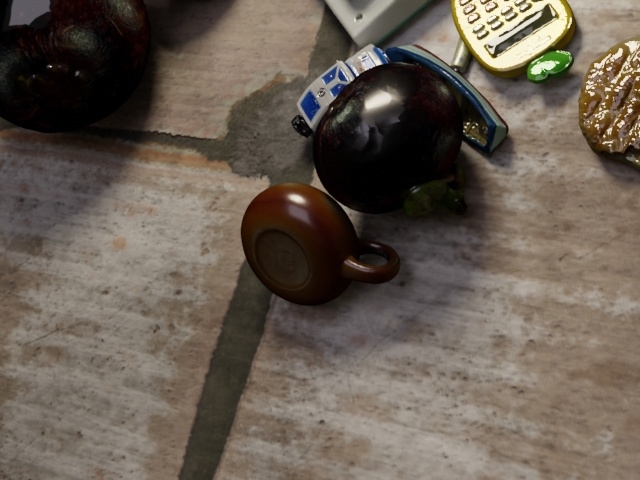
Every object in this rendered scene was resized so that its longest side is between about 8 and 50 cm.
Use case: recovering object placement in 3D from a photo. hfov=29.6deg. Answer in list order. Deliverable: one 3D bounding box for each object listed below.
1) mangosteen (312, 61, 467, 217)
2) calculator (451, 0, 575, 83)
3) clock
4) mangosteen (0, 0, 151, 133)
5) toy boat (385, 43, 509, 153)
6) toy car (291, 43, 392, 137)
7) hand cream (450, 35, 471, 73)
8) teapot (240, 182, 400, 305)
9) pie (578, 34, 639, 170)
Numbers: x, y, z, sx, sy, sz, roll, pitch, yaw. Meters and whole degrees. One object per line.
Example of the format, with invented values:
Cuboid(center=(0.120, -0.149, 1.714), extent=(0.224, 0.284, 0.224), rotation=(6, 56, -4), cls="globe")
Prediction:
Cuboid(center=(0.103, -0.129, 1.619), extent=(0.216, 0.216, 0.216), rotation=(-11, 66, 27), cls="mangosteen")
Cuboid(center=(0.268, -0.301, 1.670), extent=(0.146, 0.032, 0.235), rotation=(-32, 58, 7), cls="calculator")
Cuboid(center=(0.078, -0.447, 1.797), extent=(0.231, 0.116, 0.262), rotation=(-39, 56, 13), cls="clock")
Cuboid(center=(-0.426, -0.333, 1.939), extent=(0.330, 0.330, 0.330), rotation=(-11, 66, 27), cls="mangosteen")
Cuboid(center=(0.175, -0.209, 1.681), extent=(0.046, 0.080, 0.229), rotation=(-27, 54, -22), cls="toy boat")
Cuboid(center=(0.032, -0.212, 1.759), extent=(0.170, 0.070, 0.080), rotation=(-37, 58, 13), cls="toy car")
Cuboid(center=(0.207, -0.277, 1.713), extent=(0.035, 0.022, 0.102), rotation=(11, 72, 32), cls="hand cream")
Cuboid(center=(0.000, 0.000, 1.662), extent=(0.252, 0.178, 0.135), rotation=(17, 42, 26), cls="teapot")
Cuboid(center=(0.418, -0.172, 1.533), extent=(0.195, 0.046, 0.195), rotation=(-12, 64, 25), cls="pie")
